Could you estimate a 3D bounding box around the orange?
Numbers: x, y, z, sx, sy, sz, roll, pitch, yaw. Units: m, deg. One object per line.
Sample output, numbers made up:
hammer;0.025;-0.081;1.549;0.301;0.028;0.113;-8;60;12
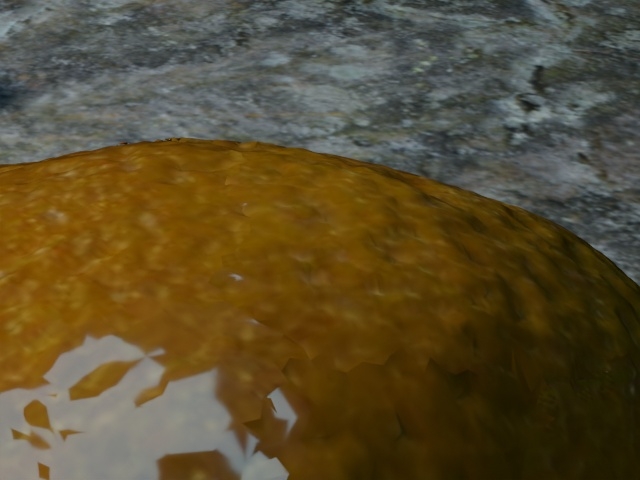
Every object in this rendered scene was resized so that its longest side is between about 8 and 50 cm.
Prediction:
orange;-0.026;0.130;0.456;0.357;0.322;0.322;-10;27;-41
